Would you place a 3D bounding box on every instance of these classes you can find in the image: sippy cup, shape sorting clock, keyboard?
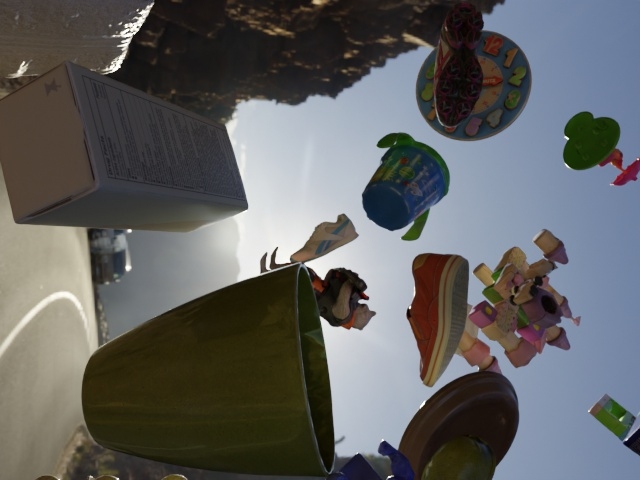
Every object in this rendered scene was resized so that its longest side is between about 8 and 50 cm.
[{"bbox_3d":[0.243,-0.153,1.638,0.305,0.224,0.240,46,-41,-2],"label":"sippy cup"},{"bbox_3d":[0.277,-0.285,0.990,0.040,0.206,0.206,21,61,-70],"label":"shape sorting clock"},{"bbox_3d":[0.392,0.237,1.460,0.256,0.072,0.014,-51,158,-59],"label":"keyboard"}]

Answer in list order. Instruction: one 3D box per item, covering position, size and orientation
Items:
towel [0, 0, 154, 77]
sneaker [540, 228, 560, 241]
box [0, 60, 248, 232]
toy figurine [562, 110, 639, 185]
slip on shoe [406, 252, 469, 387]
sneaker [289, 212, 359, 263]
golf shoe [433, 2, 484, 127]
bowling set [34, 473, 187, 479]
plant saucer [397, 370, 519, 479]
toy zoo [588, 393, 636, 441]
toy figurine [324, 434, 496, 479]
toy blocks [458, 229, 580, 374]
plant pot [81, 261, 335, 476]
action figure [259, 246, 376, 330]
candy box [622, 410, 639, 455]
[{"bbox_3d":[-0.396,-0.309,0.786,0.187,0.282,0.049,-30,-98,46],"label":"towel"},{"bbox_3d":[0.712,-0.006,1.652,0.032,0.083,0.037,-51,-169,-6],"label":"sneaker"},{"bbox_3d":[-0.231,-0.096,0.692,0.311,0.121,0.148,6,67,-68],"label":"box"},{"bbox_3d":[0.641,-0.191,1.209,0.130,0.159,0.173,-45,-150,32],"label":"toy figurine"},{"bbox_3d":[0.224,0.158,1.074,0.101,0.123,0.331,19,-48,30],"label":"slip on shoe"},{"bbox_3d":[0.000,0.000,1.602,0.092,0.228,0.087,62,-23,-1],"label":"sneaker"},{"bbox_3d":[0.208,-0.257,0.825,0.086,0.067,0.186,95,4,-83],"label":"golf shoe"},{"bbox_3d":[-0.325,0.472,0.839,0.154,0.287,0.200,66,17,-46],"label":"bowling set"},{"bbox_3d":[0.266,0.368,0.999,0.041,0.278,0.278,41,-49,54],"label":"plant saucer"},{"bbox_3d":[0.703,0.440,1.115,0.293,0.192,0.030,42,-75,30],"label":"toy zoo"},{"bbox_3d":[0.091,0.370,0.721,0.217,0.362,0.191,56,-10,-27],"label":"toy figurine"},{"bbox_3d":[0.501,0.177,1.263,0.260,0.288,0.309,45,-38,-2],"label":"toy blocks"},{"bbox_3d":[-0.147,0.187,0.726,0.275,0.293,0.275,-9,90,-85],"label":"plant pot"},{"bbox_3d":[-0.007,0.141,1.468,0.178,0.330,0.341,-60,178,-8],"label":"action figure"},{"bbox_3d":[0.542,0.138,0.674,0.122,0.268,0.317,34,-31,28],"label":"candy box"}]
